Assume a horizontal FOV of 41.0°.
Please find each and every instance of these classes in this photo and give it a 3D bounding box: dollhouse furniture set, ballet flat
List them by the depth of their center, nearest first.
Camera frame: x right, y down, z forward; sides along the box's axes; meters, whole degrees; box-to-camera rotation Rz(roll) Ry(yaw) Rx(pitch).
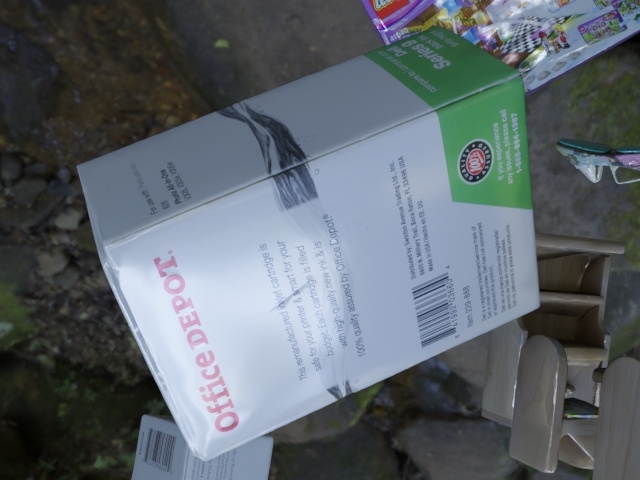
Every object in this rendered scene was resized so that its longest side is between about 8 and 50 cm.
[{"bbox_3d":[0.385,0.130,1.014,0.362,0.256,0.394,5,-179,-26],"label":"dollhouse furniture set"},{"bbox_3d":[0.550,-0.146,1.609,0.221,0.077,0.079,8,111,31],"label":"ballet flat"}]

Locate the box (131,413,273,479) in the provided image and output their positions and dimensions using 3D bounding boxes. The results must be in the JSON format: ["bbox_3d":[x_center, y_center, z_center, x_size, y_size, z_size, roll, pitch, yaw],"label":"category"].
[{"bbox_3d":[-0.110,0.214,0.769,0.087,0.102,0.101,13,171,-36],"label":"box"}]

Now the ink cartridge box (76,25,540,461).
[{"bbox_3d":[0.000,0.000,0.619,0.289,0.121,0.211,-22,128,-11],"label":"ink cartridge box"}]

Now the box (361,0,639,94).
[{"bbox_3d":[0.214,-0.267,0.957,0.293,0.057,0.201,-28,89,11],"label":"box"}]
